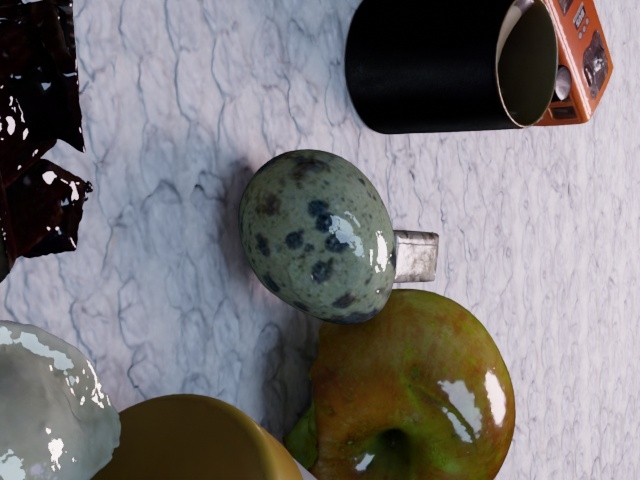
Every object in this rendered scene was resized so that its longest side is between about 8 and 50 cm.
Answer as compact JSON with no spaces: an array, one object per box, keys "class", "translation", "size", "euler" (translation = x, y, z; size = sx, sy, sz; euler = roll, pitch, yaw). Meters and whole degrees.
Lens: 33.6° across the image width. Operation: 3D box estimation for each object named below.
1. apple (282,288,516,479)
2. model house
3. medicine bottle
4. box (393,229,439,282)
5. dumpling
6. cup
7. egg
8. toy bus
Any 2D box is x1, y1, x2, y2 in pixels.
[{"class":"apple","translation":[0.080,0.167,1.116],"size":[0.226,0.246,0.246],"euler":[-70,153,-68]},{"class":"model house","translation":[-0.235,-0.069,0.742],"size":[0.164,0.141,0.203],"euler":[-66,167,-55]},{"class":"medicine bottle","translation":[-0.086,0.279,0.870],"size":[0.232,0.238,0.238],"euler":[50,57,-44]},{"class":"box","translation":[0.095,0.018,1.220],"size":[0.098,0.045,0.062],"euler":[4,92,-54]},{"class":"dumpling","translation":[-0.236,0.128,0.761],"size":[0.181,0.111,0.155],"euler":[-31,109,-64]},{"class":"cup","translation":[0.168,-0.207,1.171],"size":[0.239,0.177,0.166],"euler":[-28,117,-47]},{"class":"egg","translation":[0.000,0.000,1.009],"size":[0.141,0.141,0.181],"euler":[-45,109,-39]},{"class":"toy bus","translation":[0.240,-0.290,1.271],"size":[0.143,0.153,0.329],"euler":[-59,136,-28]}]
